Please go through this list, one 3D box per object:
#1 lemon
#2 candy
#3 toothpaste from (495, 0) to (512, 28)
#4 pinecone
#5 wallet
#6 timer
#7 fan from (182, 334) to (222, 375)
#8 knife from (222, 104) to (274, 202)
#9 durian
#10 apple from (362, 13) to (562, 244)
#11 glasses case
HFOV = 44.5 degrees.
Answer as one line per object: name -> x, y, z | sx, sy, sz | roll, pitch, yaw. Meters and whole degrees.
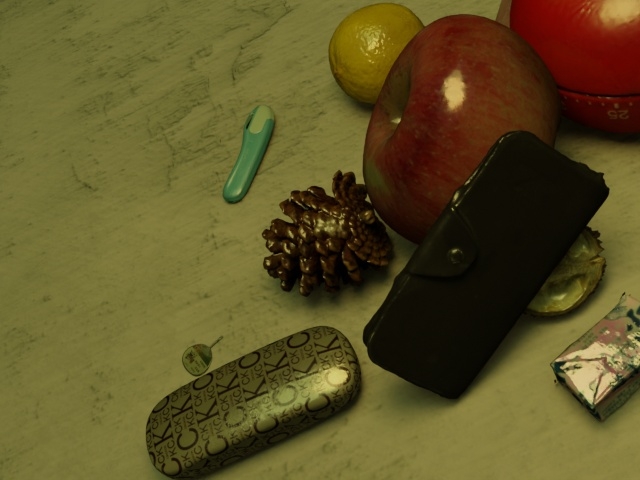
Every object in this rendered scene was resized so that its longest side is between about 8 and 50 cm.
lemon -> 0.112, -0.344, 1.438 | 0.203, 0.178, 0.178 | -29, 51, -11
candy -> 0.394, 0.154, 1.047 | 0.160, 0.073, 0.092 | -40, 50, -4
toothpaste -> 0.350, -0.408, 1.461 | 0.067, 0.043, 0.194 | 7, 56, 30
pinecone -> -0.002, -0.001, 1.264 | 0.212, 0.168, 0.185 | -16, 56, 14
wallet -> 0.219, 0.035, 1.055 | 0.377, 0.197, 0.051 | -56, 24, 12
timer -> 0.486, -0.358, 1.216 | 0.378, 0.279, 0.378 | -14, 54, 19
fan -> -0.206, 0.192, 1.334 | 0.060, 0.003, 0.080 | 11, 64, 28
knife -> -0.139, -0.170, 1.527 | 0.064, 0.031, 0.222 | 8, 66, 24
durian -> 0.314, 0.030, 1.140 | 0.189, 0.148, 0.091 | 0, 15, -1
apple -> 0.220, -0.149, 1.171 | 0.269, 0.345, 0.344 | 18, 58, -15
glasses case -> -0.106, 0.247, 1.201 | 0.355, 0.085, 0.137 | -26, 53, 6
